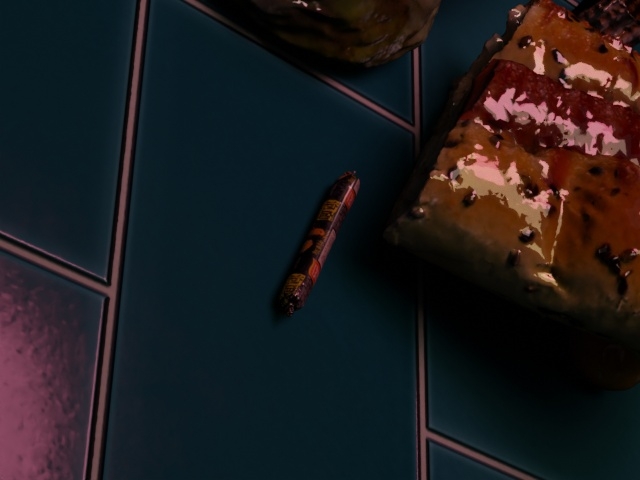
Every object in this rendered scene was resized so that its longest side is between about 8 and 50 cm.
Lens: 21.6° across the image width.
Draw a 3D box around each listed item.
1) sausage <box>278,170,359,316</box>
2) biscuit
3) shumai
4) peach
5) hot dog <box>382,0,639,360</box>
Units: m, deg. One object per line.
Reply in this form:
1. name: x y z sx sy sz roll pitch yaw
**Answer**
1. sausage: 0.000 0.000 1.471 0.025 0.028 0.198 23 45 1
2. biscuit: 0.361 -0.277 1.971 0.070 0.106 0.252 53 39 -5
3. shumai: 0.046 -0.338 1.558 0.309 0.263 0.304 -15 79 -50
4. peach: 0.285 0.099 1.660 0.100 0.100 0.101 26 49 -33
5. hot dog: 0.282 -0.038 1.583 0.365 0.196 0.367 32 43 -3
